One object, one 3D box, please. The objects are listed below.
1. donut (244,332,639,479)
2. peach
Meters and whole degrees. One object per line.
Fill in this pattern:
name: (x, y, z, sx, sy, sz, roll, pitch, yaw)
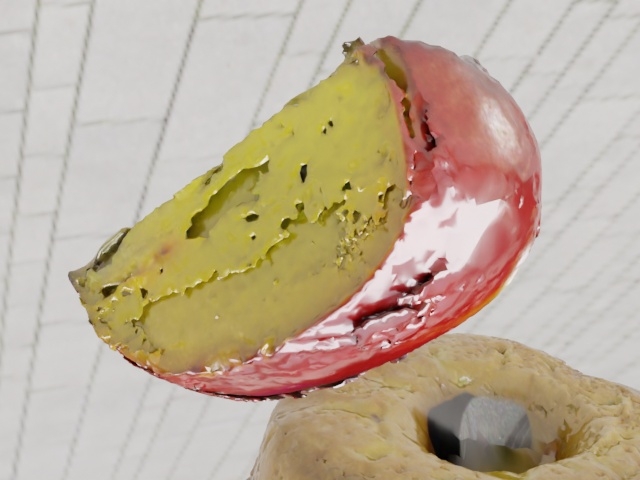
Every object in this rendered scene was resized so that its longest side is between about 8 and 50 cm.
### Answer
donut: (0.096, 0.170, 0.898, 0.299, 0.150, 0.317, 12, -162, 2)
peach: (0.003, 0.005, 0.521, 0.172, 0.092, 0.127, -31, 164, -3)
